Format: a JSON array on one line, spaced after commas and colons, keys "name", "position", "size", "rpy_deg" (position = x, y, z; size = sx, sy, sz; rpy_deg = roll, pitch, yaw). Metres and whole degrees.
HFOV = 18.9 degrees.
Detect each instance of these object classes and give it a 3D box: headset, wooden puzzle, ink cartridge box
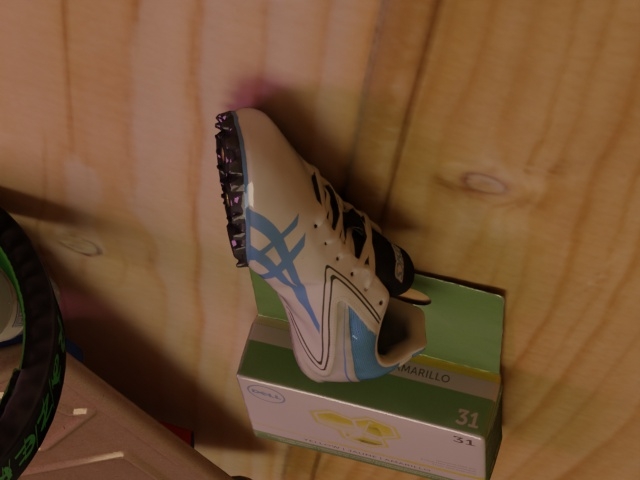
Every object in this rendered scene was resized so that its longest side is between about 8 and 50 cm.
[{"name": "headset", "position": [-0.351, 0.058, 1.209], "size": [0.394, 0.243, 0.185], "rpy_deg": [18, 156, 7]}, {"name": "wooden puzzle", "position": [-0.259, 0.149, 1.454], "size": [0.322, 0.080, 0.348], "rpy_deg": [-12, 152, 23]}, {"name": "ink cartridge box", "position": [0.032, 0.085, 1.238], "size": [0.171, 0.056, 0.235], "rpy_deg": [13, 158, 10]}]

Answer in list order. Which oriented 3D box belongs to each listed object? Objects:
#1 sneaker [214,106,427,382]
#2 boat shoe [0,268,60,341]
[{"name": "sneaker", "position": [0.000, 0.000, 1.057], "size": [0.086, 0.085, 0.237], "rpy_deg": [-16, 145, 8]}, {"name": "boat shoe", "position": [-0.281, 0.038, 1.311], "size": [0.227, 0.079, 0.081], "rpy_deg": [4, 180, 26]}]
